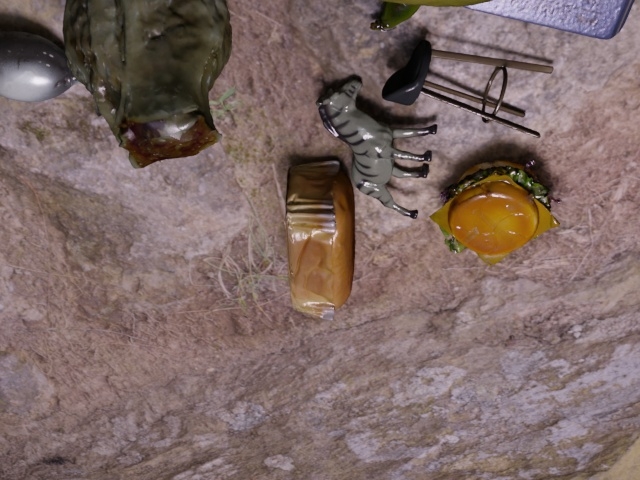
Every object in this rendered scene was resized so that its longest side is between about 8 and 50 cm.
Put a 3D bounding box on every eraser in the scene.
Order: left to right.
[{"bbox_3d":[0.296,-0.319,1.364,0.225,0.036,0.082,13,132,-3],"label":"eraser"}]

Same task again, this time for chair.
[{"bbox_3d":[0.201,-0.215,1.447,0.222,0.104,0.095,11,109,-8],"label":"chair"}]

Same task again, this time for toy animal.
[{"bbox_3d":[0.077,-0.130,1.558,0.176,0.073,0.216,10,139,7],"label":"toy animal"}]

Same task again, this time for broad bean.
[{"bbox_3d":[0.125,-0.361,1.342,0.065,0.046,0.254,23,135,4],"label":"broad bean"}]

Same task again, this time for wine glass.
[{"bbox_3d":[-0.406,-0.245,1.500,0.222,0.103,0.103,11,134,-2],"label":"wine glass"}]

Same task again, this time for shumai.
[{"bbox_3d":[-0.205,-0.240,1.364,0.225,0.222,0.260,-21,124,-15],"label":"shumai"}]

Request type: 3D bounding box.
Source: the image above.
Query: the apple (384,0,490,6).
[{"bbox_3d":[0.090,-0.444,1.002,0.474,0.473,0.473,4,134,5],"label":"apple"}]

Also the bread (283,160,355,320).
[{"bbox_3d":[0.000,0.000,1.646,0.107,0.136,0.241,1,135,4],"label":"bread"}]

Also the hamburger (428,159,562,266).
[{"bbox_3d":[0.259,-0.050,1.588,0.190,0.093,0.164,-26,122,28],"label":"hamburger"}]
